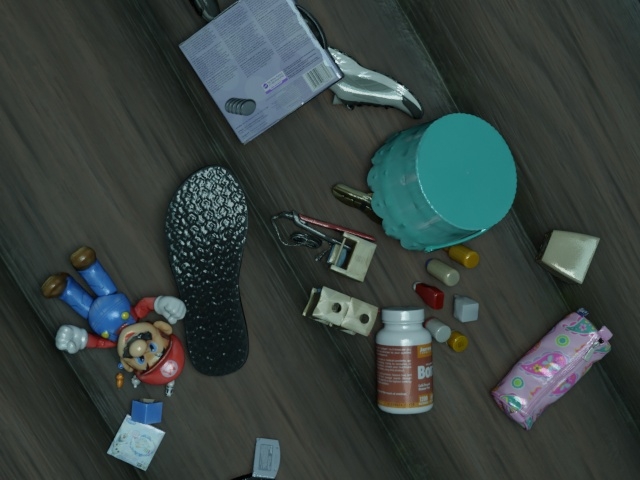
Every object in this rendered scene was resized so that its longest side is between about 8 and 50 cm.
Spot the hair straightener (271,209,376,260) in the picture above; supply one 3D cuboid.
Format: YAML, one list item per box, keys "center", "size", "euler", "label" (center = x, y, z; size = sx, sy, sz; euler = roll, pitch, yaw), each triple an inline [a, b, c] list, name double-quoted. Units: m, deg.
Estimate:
- center: [0.000, 0.000, 1.710]
  size: [0.231, 0.047, 0.089]
  euler: [19, 88, -8]
  label: "hair straightener"

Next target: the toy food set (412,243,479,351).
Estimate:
- center: [0.271, 0.122, 1.746]
  size: [0.111, 0.104, 0.232]
  euler: [-7, 110, -22]
  label: "toy food set"

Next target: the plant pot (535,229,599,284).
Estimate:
- center: [0.540, 0.030, 1.769]
  size: [0.096, 0.109, 0.109]
  euler: [22, 88, 5]
  label: "plant pot"

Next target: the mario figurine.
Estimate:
- center: [-0.400, 0.161, 1.584]
  size: [0.320, 0.170, 0.198]
  euler: [43, 125, 0]
  label: "mario figurine"

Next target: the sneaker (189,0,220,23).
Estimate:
- center: [-0.247, -0.582, 1.637]
  size: [0.106, 0.101, 0.267]
  euler: [-21, 94, -10]
  label: "sneaker"

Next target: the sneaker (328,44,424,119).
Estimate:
- center: [0.093, -0.318, 1.702]
  size: [0.272, 0.100, 0.108]
  euler: [25, 97, -2]
  label: "sneaker"

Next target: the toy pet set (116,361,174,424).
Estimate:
- center: [-0.365, 0.317, 1.651]
  size: [0.122, 0.065, 0.114]
  euler: [6, 90, -8]
  label: "toy pet set"

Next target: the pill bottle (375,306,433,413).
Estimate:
- center: [0.179, 0.253, 1.704]
  size: [0.121, 0.121, 0.216]
  euler: [-2, 92, -9]
  label: "pill bottle"

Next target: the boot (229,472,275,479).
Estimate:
- center: [-0.138, 0.547, 1.699]
  size: [0.121, 0.045, 0.099]
  euler: [-14, 90, -15]
  label: "boot"

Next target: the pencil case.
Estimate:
- center: [0.510, 0.284, 1.756]
  size: [0.284, 0.124, 0.124]
  euler: [-41, 96, -5]
  label: "pencil case"

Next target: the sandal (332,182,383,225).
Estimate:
- center: [0.112, -0.083, 1.723]
  size: [0.180, 0.072, 0.049]
  euler: [28, 65, -4]
  label: "sandal"

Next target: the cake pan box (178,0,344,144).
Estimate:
- center: [-0.117, -0.370, 1.635]
  size: [0.267, 0.070, 0.245]
  euler: [-33, 97, 14]
  label: "cake pan box"

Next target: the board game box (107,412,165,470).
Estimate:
- center: [-0.386, 0.422, 1.672]
  size: [0.090, 0.020, 0.090]
  euler: [28, 87, -8]
  label: "board game box"

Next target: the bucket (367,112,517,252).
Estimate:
- center: [0.255, -0.122, 1.643]
  size: [0.281, 0.183, 0.281]
  euler: [4, 80, -24]
  label: "bucket"

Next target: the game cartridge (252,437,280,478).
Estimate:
- center: [-0.114, 0.465, 1.698]
  size: [0.056, 0.017, 0.083]
  euler: [8, 58, -5]
  label: "game cartridge"

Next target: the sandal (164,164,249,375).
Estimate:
- center: [-0.235, 0.060, 1.660]
  size: [0.168, 0.107, 0.445]
  euler: [-2, 104, -10]
  label: "sandal"

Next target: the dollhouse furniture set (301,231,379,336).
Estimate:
- center: [0.063, 0.096, 1.683]
  size: [0.129, 0.129, 0.183]
  euler: [23, 81, -9]
  label: "dollhouse furniture set"
